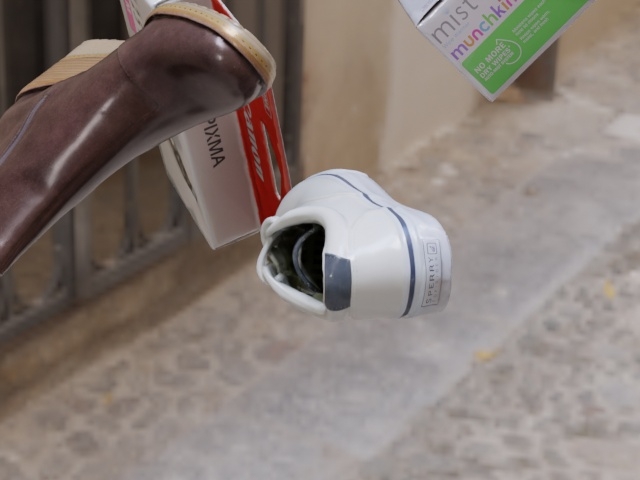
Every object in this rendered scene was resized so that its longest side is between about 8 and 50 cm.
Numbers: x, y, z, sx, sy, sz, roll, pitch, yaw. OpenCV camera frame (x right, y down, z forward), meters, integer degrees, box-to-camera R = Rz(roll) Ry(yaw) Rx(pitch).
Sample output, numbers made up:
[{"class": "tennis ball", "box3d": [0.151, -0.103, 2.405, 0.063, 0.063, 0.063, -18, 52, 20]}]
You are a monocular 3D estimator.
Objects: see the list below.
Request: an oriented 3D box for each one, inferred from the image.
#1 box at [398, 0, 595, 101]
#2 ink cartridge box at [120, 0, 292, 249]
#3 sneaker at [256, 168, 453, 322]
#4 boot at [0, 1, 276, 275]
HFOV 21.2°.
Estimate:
[{"class": "box", "box3d": [0.212, -0.306, 1.814, 0.127, 0.262, 0.231, 42, 10, -19]}, {"class": "ink cartridge box", "box3d": [-0.095, -0.102, 1.478, 0.060, 0.275, 0.239, -21, 42, -12]}, {"class": "sneaker", "box3d": [0.000, 0.000, 1.144, 0.091, 0.094, 0.258, 0, 4, -19]}, {"class": "boot", "box3d": [-0.152, -0.055, 1.149, 0.248, 0.090, 0.207, 0, 51, 53]}]
